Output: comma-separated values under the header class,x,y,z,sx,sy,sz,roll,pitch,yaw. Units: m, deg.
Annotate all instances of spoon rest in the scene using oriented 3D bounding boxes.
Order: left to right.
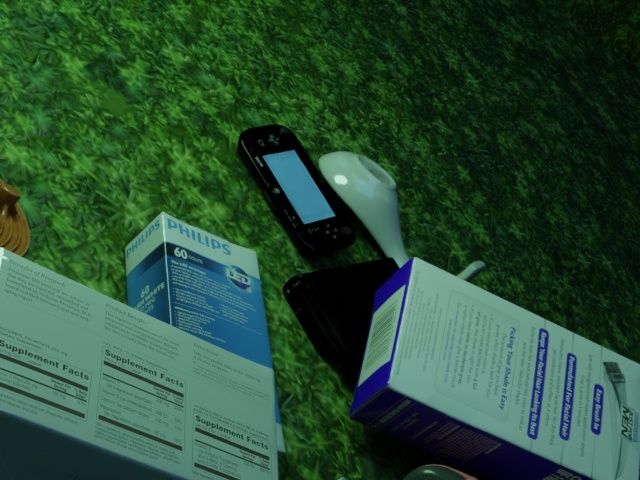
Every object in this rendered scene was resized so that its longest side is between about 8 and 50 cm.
class,x,y,z,sx,sy,sz,roll,pitch,yaw
spoon rest,0.100,-0.025,1.614,0.276,0.084,0.137,43,19,15

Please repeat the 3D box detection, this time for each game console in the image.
class,x,y,z,sx,sy,sz,roll,pitch,yaw
game console,0.000,0.000,1.486,0.213,0.044,0.361,-9,63,-54

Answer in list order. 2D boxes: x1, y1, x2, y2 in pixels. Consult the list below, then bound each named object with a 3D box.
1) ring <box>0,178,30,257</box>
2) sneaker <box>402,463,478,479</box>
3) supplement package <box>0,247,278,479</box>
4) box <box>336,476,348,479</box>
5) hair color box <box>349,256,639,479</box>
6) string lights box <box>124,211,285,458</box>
class,x,y,z,sx,sy,sz,roll,pitch,yaw
ring,-0.389,-0.093,0.999,0.336,0.032,0.336,37,10,-8
sneaker,0.196,0.336,1.330,0.314,0.116,0.136,40,21,-25
supplement package,-0.197,0.162,0.917,0.261,0.204,0.145,28,38,-29
box,0.072,0.354,1.200,0.207,0.036,0.114,43,32,-9
hair color box,0.216,0.179,1.368,0.338,0.110,0.185,25,53,-12
string lights box,-0.123,0.107,1.188,0.133,0.076,0.260,24,39,-35
